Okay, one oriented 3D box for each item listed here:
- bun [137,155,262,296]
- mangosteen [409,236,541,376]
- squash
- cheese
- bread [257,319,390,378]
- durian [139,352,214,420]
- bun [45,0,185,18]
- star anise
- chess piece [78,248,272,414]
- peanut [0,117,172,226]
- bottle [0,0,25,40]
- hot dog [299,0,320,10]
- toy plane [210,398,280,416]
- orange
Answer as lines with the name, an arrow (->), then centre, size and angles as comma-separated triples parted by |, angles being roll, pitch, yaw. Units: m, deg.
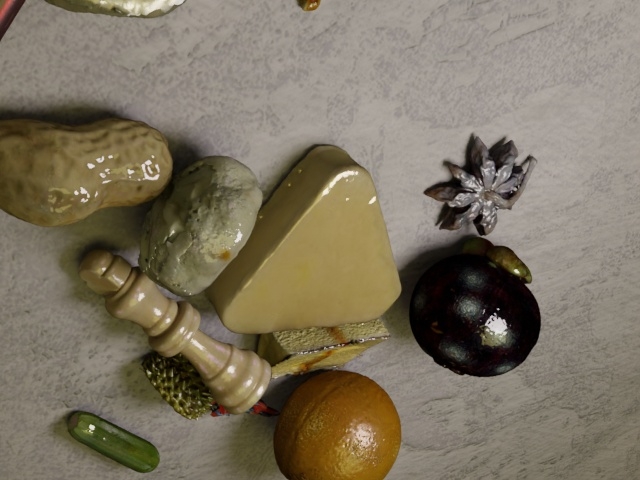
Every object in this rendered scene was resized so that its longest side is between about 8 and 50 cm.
bun -> -0.203, -0.027, 1.303 | 0.141, 0.239, 0.239 | 36, 101, -20
mangosteen -> 0.323, 0.138, 1.704 | 0.287, 0.288, 0.288 | -16, 129, -20
squash -> -0.394, 0.393, 1.601 | 0.066, 0.066, 0.229 | -43, 132, 4
cheese -> 0.001, 0.000, 1.518 | 0.383, 0.104, 0.384 | -15, 129, -20
bread -> 0.000, 0.237, 1.669 | 0.240, 0.135, 0.178 | -8, 126, -29
durian -> -0.237, 0.261, 1.558 | 0.108, 0.119, 0.186 | -41, 132, 7
bun -> -0.263, -0.402, 1.034 | 0.259, 0.152, 0.260 | -9, 108, -30
star anise -> 0.337, -0.107, 1.657 | 0.262, 0.081, 0.230 | -17, 119, -16
chess piece -> -0.255, 0.149, 1.439 | 0.117, 0.117, 0.397 | -43, 117, 4
peanut -> -0.358, -0.096, 1.203 | 0.291, 0.159, 0.143 | -5, 162, -28
bottle -> -0.412, -0.320, 1.075 | 0.060, 0.060, 0.164 | 27, 106, -41
hot dog -> -0.015, -0.392, 1.269 | 0.030, 0.034, 0.090 | -18, 131, -17
toy plane -> -0.149, 0.331, 1.699 | 0.130, 0.061, 0.189 | -41, 145, 20
orange -> 0.034, 0.407, 1.726 | 0.274, 0.274, 0.274 | -16, 129, -20
